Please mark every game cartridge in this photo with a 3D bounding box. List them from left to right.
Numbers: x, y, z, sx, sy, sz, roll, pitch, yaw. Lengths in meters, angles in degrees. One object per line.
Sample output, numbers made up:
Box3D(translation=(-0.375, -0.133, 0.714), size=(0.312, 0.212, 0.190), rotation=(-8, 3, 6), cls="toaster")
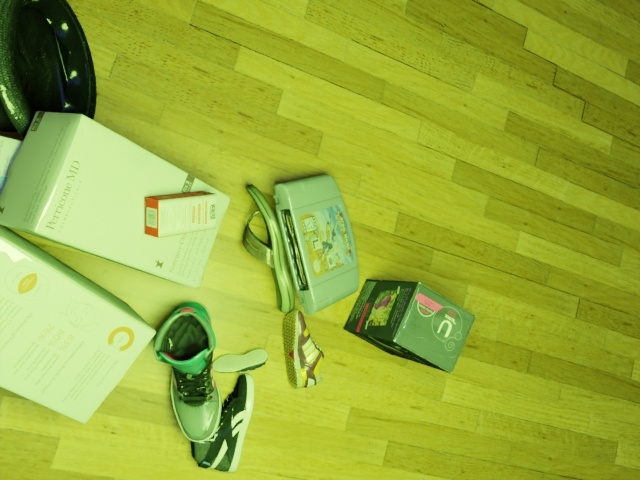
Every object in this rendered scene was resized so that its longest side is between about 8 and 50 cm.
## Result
Box3D(translation=(0.000, 0.000, 1.383), size=(0.198, 0.062, 0.297), rotation=(-20, 98, -45), cls="game cartridge")

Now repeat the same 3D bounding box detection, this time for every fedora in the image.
Box3D(translation=(-0.569, -0.325, 1.149), size=(0.153, 0.334, 0.334), rotation=(-3, 89, 12), cls="fedora")

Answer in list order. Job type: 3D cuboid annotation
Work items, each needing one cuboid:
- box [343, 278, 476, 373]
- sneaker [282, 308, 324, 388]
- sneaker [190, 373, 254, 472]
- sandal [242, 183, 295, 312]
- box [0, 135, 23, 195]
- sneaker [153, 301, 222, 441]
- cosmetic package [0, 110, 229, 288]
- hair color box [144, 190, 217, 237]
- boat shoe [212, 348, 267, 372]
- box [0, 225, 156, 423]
Box3D(translation=(0.195, 0.187, 1.378), size=(0.165, 0.270, 0.143), rotation=(30, 78, -18), cls="box")
Box3D(translation=(-0.036, 0.249, 1.403), size=(0.084, 0.069, 0.185), rotation=(-5, 96, -30), cls="sneaker")
Box3D(translation=(-0.222, 0.394, 1.315), size=(0.121, 0.079, 0.216), rotation=(13, 83, -19), cls="sneaker")
Box3D(translation=(-0.126, 0.021, 1.350), size=(0.086, 0.120, 0.302), rotation=(-13, 93, -7), cls="sandal")
Box3D(translation=(-0.605, -0.128, 1.121), size=(0.103, 0.203, 0.114), rotation=(13, 83, -20), cls="box")
Box3D(translation=(-0.262, 0.266, 1.224), size=(0.124, 0.178, 0.295), rotation=(-7, 80, -3), cls="sneaker")
Box3D(translation=(-0.374, -0.064, 1.137), size=(0.385, 0.156, 0.217), rotation=(28, 77, -55), cls="cosmetic package")
Box3D(translation=(-0.260, -0.051, 1.130), size=(0.141, 0.043, 0.072), rotation=(-12, 110, -52), cls="hair color box")
Box3D(translation=(-0.181, 0.278, 1.356), size=(0.125, 0.038, 0.046), rotation=(-13, 50, -21), cls="boat shoe")
Box3D(translation=(-0.518, 0.146, 1.093), size=(0.215, 0.168, 0.345), rotation=(-53, 128, -10), cls="box")
